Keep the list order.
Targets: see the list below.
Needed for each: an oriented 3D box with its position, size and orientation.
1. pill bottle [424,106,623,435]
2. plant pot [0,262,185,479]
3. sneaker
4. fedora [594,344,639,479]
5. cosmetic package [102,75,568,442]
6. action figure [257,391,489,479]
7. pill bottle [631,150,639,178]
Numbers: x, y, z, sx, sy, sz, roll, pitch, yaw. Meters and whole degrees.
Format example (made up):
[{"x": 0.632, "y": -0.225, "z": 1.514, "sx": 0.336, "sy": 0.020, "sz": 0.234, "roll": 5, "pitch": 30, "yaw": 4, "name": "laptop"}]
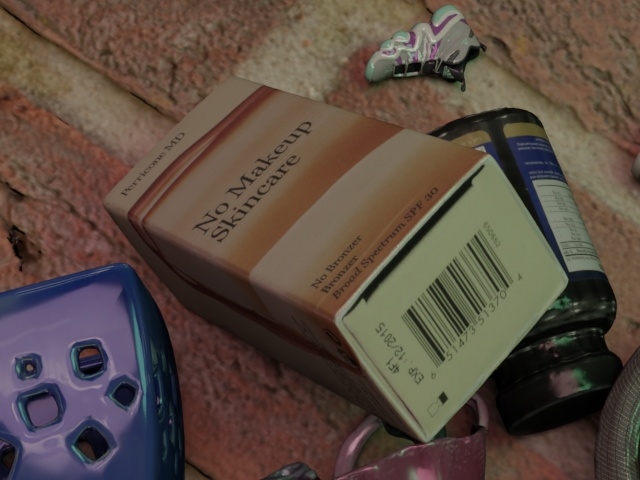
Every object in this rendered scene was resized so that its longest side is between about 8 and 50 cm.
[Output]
[{"x": 0.142, "y": 0.024, "z": 1.076, "sx": 0.122, "sy": 0.123, "sz": 0.219, "roll": -17, "pitch": 70, "yaw": -5, "name": "pill bottle"}, {"x": -0.197, "y": 0.166, "z": 0.980, "sx": 0.236, "sy": 0.236, "sz": 0.212, "roll": -15, "pitch": 75, "yaw": -5, "name": "plant pot"}, {"x": 0.090, "y": -0.141, "z": 1.185, "sx": 0.098, "sy": 0.038, "sz": 0.069, "roll": -35, "pitch": 71, "yaw": -11, "name": "sneaker"}, {"x": 0.312, "y": 0.159, "z": 1.017, "sx": 0.275, "sy": 0.124, "sz": 0.244, "roll": -35, "pitch": 73, "yaw": -16, "name": "fedora"}, {"x": 0.000, "y": 0.000, "z": 1.003, "sx": 0.153, "sy": 0.129, "sz": 0.296, "roll": -48, "pitch": 36, "yaw": -16, "name": "cosmetic package"}, {"x": 0.066, "y": 0.306, "z": 0.967, "sx": 0.248, "sy": 0.276, "sz": 0.370, "roll": -25, "pitch": 90, "yaw": 9, "name": "action figure"}, {"x": 0.305, "y": -0.048, "z": 1.128, "sx": 0.120, "sy": 0.067, "sz": 0.067, "roll": 34, "pitch": 74, "yaw": 14, "name": "pill bottle"}]
